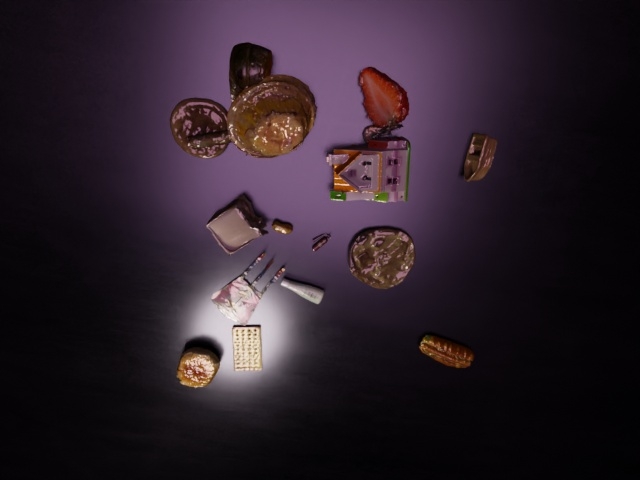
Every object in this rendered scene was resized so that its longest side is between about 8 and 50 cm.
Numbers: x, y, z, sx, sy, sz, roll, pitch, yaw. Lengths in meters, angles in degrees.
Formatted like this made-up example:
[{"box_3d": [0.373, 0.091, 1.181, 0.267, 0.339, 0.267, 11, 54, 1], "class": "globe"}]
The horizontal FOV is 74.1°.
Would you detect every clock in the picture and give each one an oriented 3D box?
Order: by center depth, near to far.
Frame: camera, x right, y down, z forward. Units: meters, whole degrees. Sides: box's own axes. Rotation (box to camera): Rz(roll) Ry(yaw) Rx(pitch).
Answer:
[{"box_3d": [0.174, -0.273, 1.637, 0.309, 0.166, 0.235, -4, 115, -6], "class": "clock"}]

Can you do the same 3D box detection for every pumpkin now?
[{"box_3d": [-0.257, -0.589, 1.577, 0.139, 0.190, 0.280, 8, 150, -4], "class": "pumpkin"}]

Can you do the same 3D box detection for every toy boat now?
[{"box_3d": [0.623, -0.319, 1.664, 0.061, 0.116, 0.188, 9, 106, -11], "class": "toy boat"}]

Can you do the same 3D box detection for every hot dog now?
[{"box_3d": [0.579, 0.515, 1.952, 0.268, 0.072, 0.115, 18, 114, -8], "class": "hot dog"}]

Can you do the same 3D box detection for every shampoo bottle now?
[{"box_3d": [-0.081, 0.214, 1.855, 0.190, 0.041, 0.069, 24, 111, -8], "class": "shampoo bottle"}]

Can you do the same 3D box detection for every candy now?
[{"box_3d": [-0.336, -0.059, 1.713, 0.195, 0.137, 0.185, -34, 105, 11], "class": "candy"}]

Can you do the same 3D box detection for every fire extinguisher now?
[{"box_3d": [0.001, -0.001, 1.800, 0.100, 0.032, 0.046, -40, 70, 11], "class": "fire extinguisher"}]

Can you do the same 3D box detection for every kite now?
[{"box_3d": [-0.310, 0.215, 1.862, 0.204, 0.022, 0.360, 42, 106, -13], "class": "kite"}]

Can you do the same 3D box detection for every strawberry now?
[{"box_3d": [0.254, -0.540, 1.599, 0.175, 0.106, 0.236, 2, 111, 37], "class": "strawberry"}]

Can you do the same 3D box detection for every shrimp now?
[{"box_3d": [0.248, -0.420, 1.671, 0.161, 0.034, 0.091, -11, 119, 9], "class": "shrimp"}]

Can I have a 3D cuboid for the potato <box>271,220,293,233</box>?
[{"box_3d": [-0.161, -0.052, 1.768, 0.092, 0.046, 0.045, 14, 65, -14], "class": "potato"}]

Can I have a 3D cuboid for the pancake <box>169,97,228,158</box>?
[{"box_3d": [-0.456, -0.435, 1.635, 0.241, 0.050, 0.242, -2, 108, -8], "class": "pancake"}]

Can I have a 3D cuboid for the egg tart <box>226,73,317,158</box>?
[{"box_3d": [-0.161, -0.418, 1.534, 0.351, 0.150, 0.352, -16, 143, -13], "class": "egg tart"}]

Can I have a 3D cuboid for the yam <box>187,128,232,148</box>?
[{"box_3d": [-0.375, -0.391, 1.616, 0.252, 0.061, 0.061, -13, 108, -14], "class": "yam"}]

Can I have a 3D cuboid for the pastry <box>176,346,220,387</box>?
[{"box_3d": [-0.554, 0.574, 1.931, 0.182, 0.093, 0.193, 18, 110, -8], "class": "pastry"}]

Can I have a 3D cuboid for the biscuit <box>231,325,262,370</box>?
[{"box_3d": [-0.339, 0.498, 1.952, 0.139, 0.016, 0.232, 0, 108, -1], "class": "biscuit"}]

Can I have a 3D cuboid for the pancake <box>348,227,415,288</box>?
[{"box_3d": [0.260, 0.075, 1.815, 0.294, 0.049, 0.295, -1, 107, -4], "class": "pancake"}]
